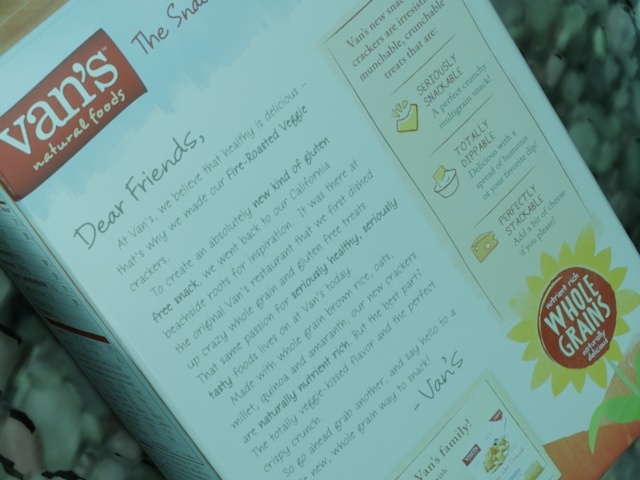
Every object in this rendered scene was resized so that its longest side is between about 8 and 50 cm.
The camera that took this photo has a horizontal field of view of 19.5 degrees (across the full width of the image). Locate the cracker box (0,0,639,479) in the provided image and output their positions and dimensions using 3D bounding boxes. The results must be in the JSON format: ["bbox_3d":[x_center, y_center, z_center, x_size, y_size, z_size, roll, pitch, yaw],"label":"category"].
[{"bbox_3d":[0.000,0.000,0.565,0.156,0.067,0.232,-43,115,-20],"label":"cracker box"}]
